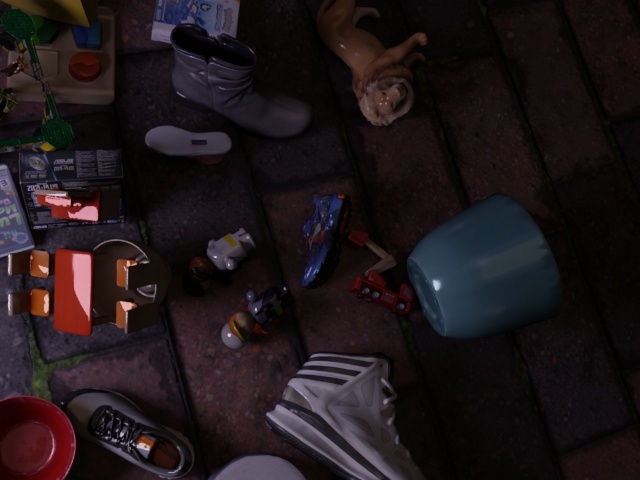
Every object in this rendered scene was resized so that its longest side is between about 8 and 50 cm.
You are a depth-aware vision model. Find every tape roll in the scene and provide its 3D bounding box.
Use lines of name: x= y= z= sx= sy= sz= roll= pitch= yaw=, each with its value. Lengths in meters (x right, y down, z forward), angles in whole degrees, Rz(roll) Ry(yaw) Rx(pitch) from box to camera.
tape roll: x=-0.122 y=0.520 z=1.236 sx=0.219 sy=0.072 sz=0.219 roll=4 pitch=75 yaw=-15

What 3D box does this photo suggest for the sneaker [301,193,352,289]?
sneaker: x=0.000 y=0.000 z=1.413 sx=0.087 sy=0.083 sz=0.221 roll=14 pitch=79 yaw=26

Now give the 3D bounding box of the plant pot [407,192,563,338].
plant pot: x=0.327 y=0.076 z=1.380 sx=0.235 sy=0.293 sz=0.292 roll=-22 pitch=83 yaw=-7

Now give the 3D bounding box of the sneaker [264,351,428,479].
sneaker: x=0.138 y=0.378 z=1.297 sx=0.448 sy=0.169 sz=0.257 roll=35 pitch=71 yaw=-2

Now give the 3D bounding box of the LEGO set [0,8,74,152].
LEGO set: x=-0.649 y=-0.274 z=1.250 sx=0.255 sy=0.192 sz=0.331 roll=-33 pitch=104 yaw=-43

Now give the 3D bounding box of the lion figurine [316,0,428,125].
lion figurine: x=0.100 y=-0.456 z=1.544 sx=0.240 sy=0.142 sz=0.392 roll=-40 pitch=75 yaw=-14

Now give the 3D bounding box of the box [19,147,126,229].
box: x=-0.472 y=-0.098 z=1.250 sx=0.180 sy=0.147 sz=0.077 roll=-6 pitch=56 yaw=-17

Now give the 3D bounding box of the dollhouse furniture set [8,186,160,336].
dollhouse furniture set: x=-0.432 y=0.038 z=1.142 sx=0.262 sy=0.135 sz=0.259 roll=6 pitch=97 yaw=19

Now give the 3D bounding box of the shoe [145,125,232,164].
shoe: x=-0.281 y=-0.196 z=1.373 sx=0.178 sy=0.081 sz=0.063 roll=0 pitch=76 yaw=-19

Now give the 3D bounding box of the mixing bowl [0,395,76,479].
mixing bowl: x=-0.525 y=0.368 z=1.144 sx=0.182 sy=0.098 sz=0.181 roll=4 pitch=74 yaw=-15

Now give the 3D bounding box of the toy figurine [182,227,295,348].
toy figurine: x=-0.166 y=0.099 z=1.263 sx=0.148 sy=0.209 sz=0.213 roll=-34 pitch=86 yaw=-16

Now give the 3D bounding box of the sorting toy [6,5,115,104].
sorting toy: x=-0.591 y=-0.403 z=1.360 sx=0.308 sy=0.041 sz=0.228 roll=0 pitch=76 yaw=-16

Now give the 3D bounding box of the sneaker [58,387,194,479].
sneaker: x=-0.352 y=0.351 z=1.196 sx=0.272 sy=0.108 sz=0.100 roll=29 pitch=71 yaw=-6

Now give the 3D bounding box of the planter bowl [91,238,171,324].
planter bowl: x=-0.356 y=0.074 z=1.249 sx=0.162 sy=0.109 sz=0.162 roll=2 pitch=95 yaw=19

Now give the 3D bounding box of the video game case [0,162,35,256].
video game case: x=-0.653 y=-0.038 z=1.201 sx=0.191 sy=0.022 sz=0.173 roll=-19 pitch=118 yaw=-23

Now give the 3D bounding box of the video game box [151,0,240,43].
video game box: x=-0.279 y=-0.537 z=1.485 sx=0.187 sy=0.048 sz=0.205 roll=8 pitch=74 yaw=-17

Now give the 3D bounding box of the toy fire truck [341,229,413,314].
toy fire truck: x=0.128 y=0.071 z=1.441 sx=0.192 sy=0.047 sz=0.135 roll=24 pitch=69 yaw=-10

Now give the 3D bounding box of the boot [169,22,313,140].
boot: x=-0.156 y=-0.324 z=1.369 sx=0.338 sy=0.223 sz=0.118 roll=12 pitch=72 yaw=-13

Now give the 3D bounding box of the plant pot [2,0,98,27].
plant pot: x=-0.571 y=-0.588 z=1.322 sx=0.187 sy=0.212 sz=0.212 roll=2 pitch=61 yaw=-1
